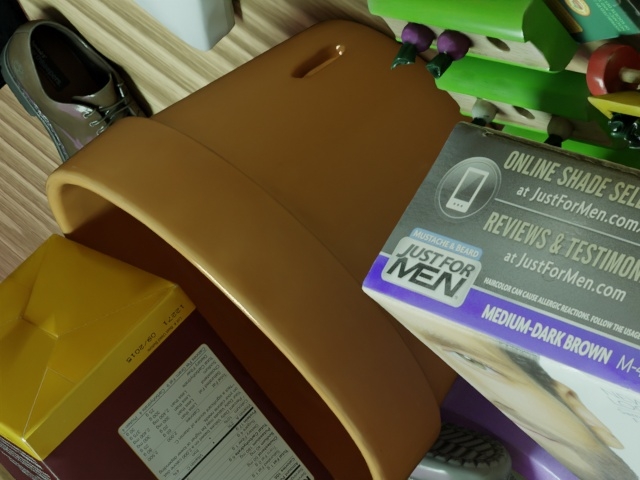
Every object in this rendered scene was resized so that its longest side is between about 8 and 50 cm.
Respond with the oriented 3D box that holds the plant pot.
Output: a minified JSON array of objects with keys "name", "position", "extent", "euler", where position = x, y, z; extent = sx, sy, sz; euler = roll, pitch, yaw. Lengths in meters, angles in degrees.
[{"name":"plant pot","position":[0.000,0.000,1.239],"extent":[0.291,0.203,0.291],"euler":[41,163,15]}]

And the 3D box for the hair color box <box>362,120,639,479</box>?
[{"name":"hair color box","position":[0.192,0.083,0.997],"extent":[0.185,0.110,0.339],"euler":[20,163,44]}]

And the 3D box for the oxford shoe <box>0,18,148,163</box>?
[{"name":"oxford shoe","position":[-0.185,-0.096,1.679],"extent":[0.227,0.083,0.096],"euler":[45,160,-6]}]

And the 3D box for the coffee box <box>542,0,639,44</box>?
[{"name":"coffee box","position":[0.087,-0.145,0.960],"extent":[0.113,0.040,0.184],"euler":[47,163,-15]}]

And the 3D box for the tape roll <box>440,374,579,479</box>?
[{"name":"tape roll","position":[0.194,0.187,1.431],"extent":[0.275,0.090,0.275],"euler":[41,163,16]}]

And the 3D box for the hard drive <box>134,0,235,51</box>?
[{"name":"hard drive","position":[-0.148,-0.263,1.245],"extent":[0.203,0.040,0.307],"euler":[40,163,18]}]

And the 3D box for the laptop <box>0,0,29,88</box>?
[{"name":"laptop","position":[-0.510,-0.214,1.633],"extent":[0.408,0.382,0.236],"euler":[43,163,5]}]

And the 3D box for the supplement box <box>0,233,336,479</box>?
[{"name":"supplement box","position":[-0.121,0.121,1.235],"extent":[0.194,0.129,0.191],"euler":[53,162,-27]}]

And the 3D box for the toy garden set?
[{"name":"toy garden set","position":[0.150,-0.032,0.983],"extent":[0.204,0.049,0.244],"euler":[18,161,47]}]

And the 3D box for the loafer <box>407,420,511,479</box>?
[{"name":"loafer","position":[0.019,0.159,1.371],"extent":[0.251,0.094,0.087],"euler":[15,108,42]}]
